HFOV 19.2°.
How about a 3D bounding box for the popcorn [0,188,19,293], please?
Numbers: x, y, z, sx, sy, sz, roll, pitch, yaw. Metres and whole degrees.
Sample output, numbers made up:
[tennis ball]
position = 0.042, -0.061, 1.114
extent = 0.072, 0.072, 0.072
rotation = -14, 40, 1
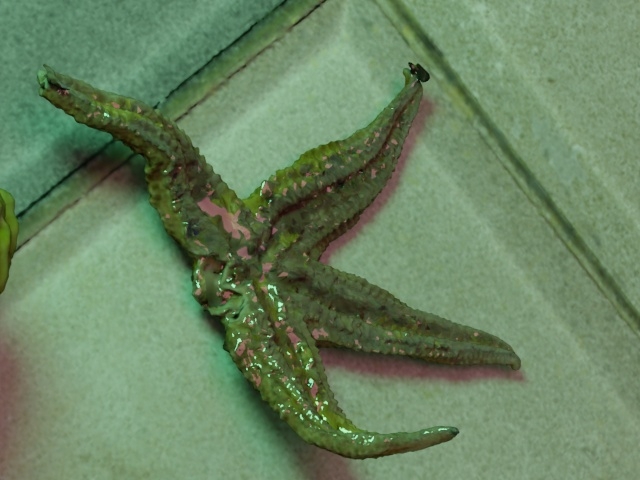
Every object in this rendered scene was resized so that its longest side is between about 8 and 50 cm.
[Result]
[popcorn]
position = -0.324, 0.011, 1.349
extent = 0.259, 0.259, 0.212
rotation = 42, 46, -12

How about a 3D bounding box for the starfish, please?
[starfish]
position = -0.005, 0.008, 1.567
extent = 0.383, 0.132, 0.398
rotation = -18, 72, -38
